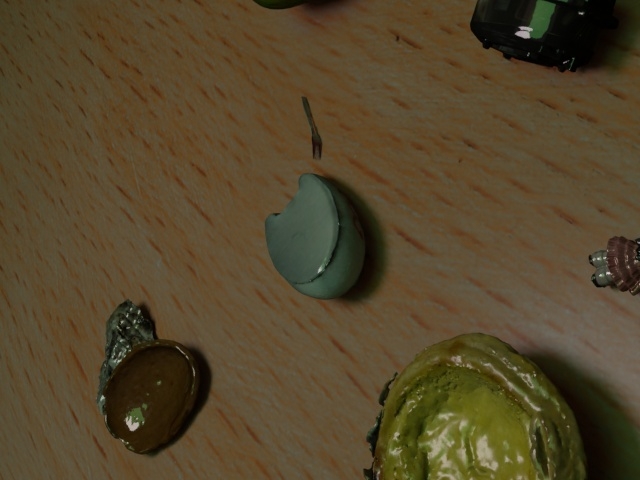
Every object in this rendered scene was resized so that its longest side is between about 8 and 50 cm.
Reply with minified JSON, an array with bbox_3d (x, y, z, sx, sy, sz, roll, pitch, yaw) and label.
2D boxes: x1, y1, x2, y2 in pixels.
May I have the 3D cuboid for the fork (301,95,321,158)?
[{"bbox_3d":[-0.014,-0.166,1.297,0.012,0.016,0.115,-40,50,40],"label":"fork"}]

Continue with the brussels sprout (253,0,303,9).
[{"bbox_3d":[-0.049,-0.454,1.283,0.244,0.244,0.244,-16,66,41],"label":"brussels sprout"}]

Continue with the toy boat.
[{"bbox_3d":[0.000,0.000,1.201,0.134,0.078,0.208,-48,37,13],"label":"toy boat"}]

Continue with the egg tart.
[{"bbox_3d":[0.164,0.235,0.938,0.278,0.095,0.279,-16,69,47],"label":"egg tart"}]

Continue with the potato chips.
[{"bbox_3d":[-0.256,0.238,1.379,0.150,0.049,0.202,47,107,26],"label":"potato chips"}]

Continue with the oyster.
[{"bbox_3d":[-0.325,0.188,1.461,0.125,0.064,0.177,-35,55,39],"label":"oyster"}]

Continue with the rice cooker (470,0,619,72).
[{"bbox_3d":[0.244,-0.249,0.995,0.165,0.112,0.107,35,108,48],"label":"rice cooker"}]

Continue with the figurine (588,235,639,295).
[{"bbox_3d":[0.324,0.022,0.871,0.129,0.054,0.072,-17,69,43],"label":"figurine"}]
